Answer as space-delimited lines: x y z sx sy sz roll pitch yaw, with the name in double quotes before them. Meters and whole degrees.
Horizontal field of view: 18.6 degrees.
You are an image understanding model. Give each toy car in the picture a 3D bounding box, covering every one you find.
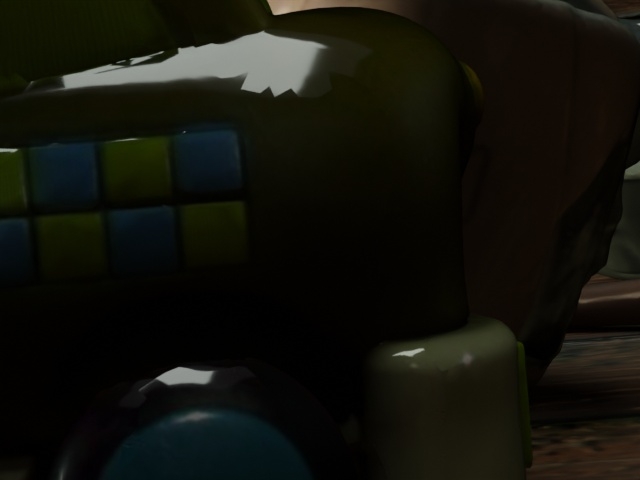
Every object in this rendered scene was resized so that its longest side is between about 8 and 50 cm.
"toy car" -0.083 -0.016 0.434 0.248 0.198 0.204 -5 2 -10

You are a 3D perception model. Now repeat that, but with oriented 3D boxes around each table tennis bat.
"table tennis bat" 0.073 -0.018 0.859 0.170 0.119 0.107 -5 5 37

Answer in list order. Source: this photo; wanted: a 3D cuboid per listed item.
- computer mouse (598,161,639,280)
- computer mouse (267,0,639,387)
"computer mouse" 0.153 -0.018 0.947 0.128 0.079 0.231 1 0 30
"computer mouse" -0.001 0.006 0.674 0.199 0.115 0.389 13 -18 -4
